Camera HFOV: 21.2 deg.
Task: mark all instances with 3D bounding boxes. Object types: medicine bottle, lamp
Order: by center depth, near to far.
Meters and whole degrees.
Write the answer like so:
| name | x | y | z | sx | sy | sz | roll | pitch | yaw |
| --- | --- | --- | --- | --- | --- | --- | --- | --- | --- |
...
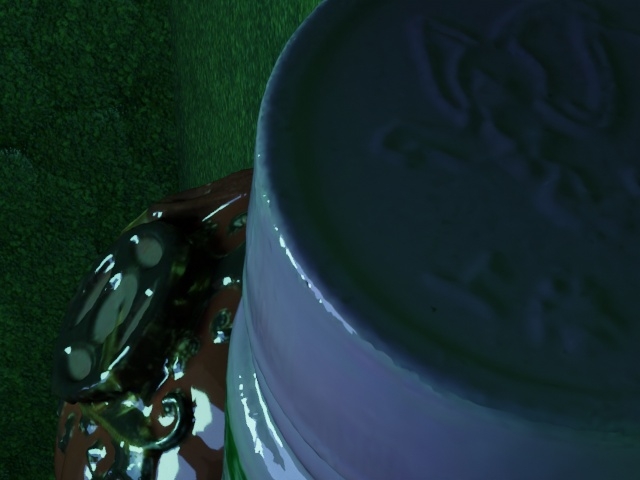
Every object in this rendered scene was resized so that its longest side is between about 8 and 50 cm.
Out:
| name | x | y | z | sx | sy | sz | roll | pitch | yaw |
| --- | --- | --- | --- | --- | --- | --- | --- | --- | --- |
| medicine bottle | 0.067 | 0.069 | 0.646 | 0.325 | 0.212 | 0.212 | 97 | 164 | -53 |
| lamp | -0.021 | 0.096 | 0.994 | 0.303 | 0.257 | 0.303 | -41 | 31 | 31 |
